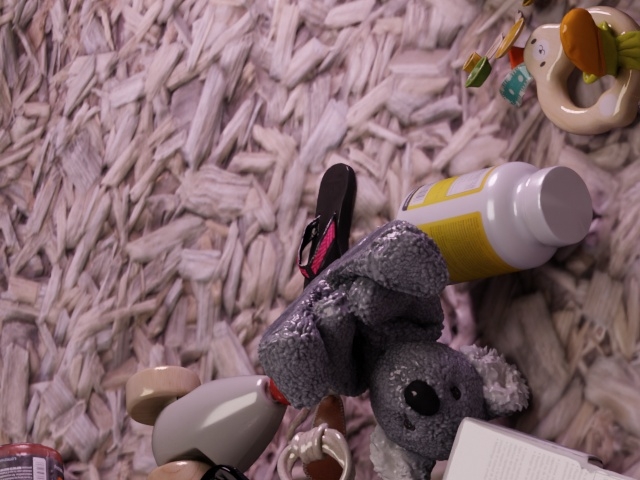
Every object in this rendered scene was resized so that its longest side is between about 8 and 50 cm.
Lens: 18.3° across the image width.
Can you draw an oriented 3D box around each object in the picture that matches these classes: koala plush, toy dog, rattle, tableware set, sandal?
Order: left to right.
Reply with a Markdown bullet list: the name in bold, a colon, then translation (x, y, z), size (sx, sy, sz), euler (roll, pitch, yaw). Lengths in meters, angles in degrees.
- **toy dog**: translation (-0.046, 0.191, 2.076), size (0.333, 0.161, 0.220), euler (-4, 69, 34)
- **sandal**: translation (0.000, 0.000, 2.145), size (0.067, 0.040, 0.179), euler (-11, 68, 48)
- **koala plush**: translation (0.077, 0.116, 1.870), size (0.196, 0.221, 0.203), euler (-43, 3, 0)
- **tableware set**: translation (0.188, -0.221, 1.975), size (0.154, 0.024, 0.104), euler (-54, 8, 20)
- **rattle**: translation (0.206, -0.171, 1.891), size (0.199, 0.142, 0.130), euler (23, 112, 46)

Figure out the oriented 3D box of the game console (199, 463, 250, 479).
- **game console**: translation (-0.012, 0.374, 1.903), size (0.361, 0.044, 0.213), euler (43, 107, 24)

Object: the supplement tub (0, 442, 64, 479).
- **supplement tub**: translation (-0.358, 0.350, 2.391), size (0.106, 0.106, 0.198), euler (-31, 54, 40)

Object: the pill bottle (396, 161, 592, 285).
- **pill bottle**: translation (0.167, -0.018, 1.900), size (0.184, 0.103, 0.103), euler (-13, 66, 48)

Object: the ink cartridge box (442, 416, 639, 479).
- **ink cartridge box**: translation (0.198, 0.320, 1.754), size (0.239, 0.060, 0.275), euler (17, 88, 24)
